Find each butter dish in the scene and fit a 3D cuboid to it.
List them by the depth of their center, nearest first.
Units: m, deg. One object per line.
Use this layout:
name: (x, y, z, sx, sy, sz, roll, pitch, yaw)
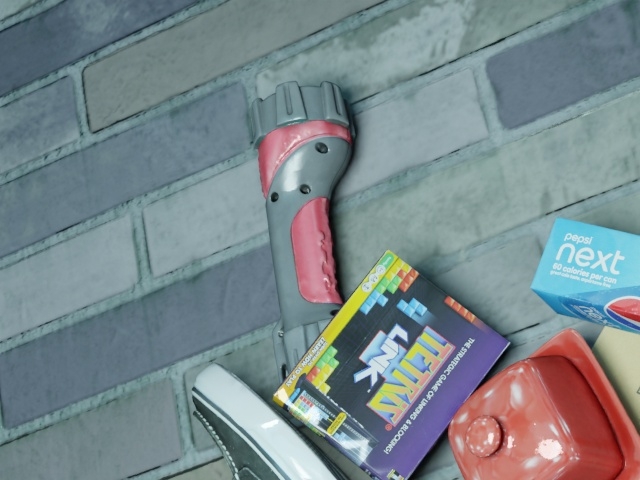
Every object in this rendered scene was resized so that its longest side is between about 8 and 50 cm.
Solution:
butter dish: (0.169, 0.170, 1.604, 0.160, 0.118, 0.160, -45, 53, 28)

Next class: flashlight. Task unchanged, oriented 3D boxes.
flashlight: (0.000, 0.000, 1.807, 0.103, 0.103, 0.304, 126, 139, -57)

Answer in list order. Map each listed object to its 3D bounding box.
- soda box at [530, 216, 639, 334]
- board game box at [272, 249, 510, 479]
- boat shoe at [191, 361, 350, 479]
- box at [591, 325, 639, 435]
soda box: (0.291, 0.043, 1.611, 0.210, 0.067, 0.071, 14, 75, 36)
board game box: (0.063, 0.118, 1.693, 0.141, 0.048, 0.170, 36, 79, 7)
boat shoe: (-0.029, 0.245, 1.696, 0.119, 0.121, 0.335, -45, 57, 0)
box: (0.320, 0.092, 1.628, 0.164, 0.021, 0.201, 28, 85, 35)
